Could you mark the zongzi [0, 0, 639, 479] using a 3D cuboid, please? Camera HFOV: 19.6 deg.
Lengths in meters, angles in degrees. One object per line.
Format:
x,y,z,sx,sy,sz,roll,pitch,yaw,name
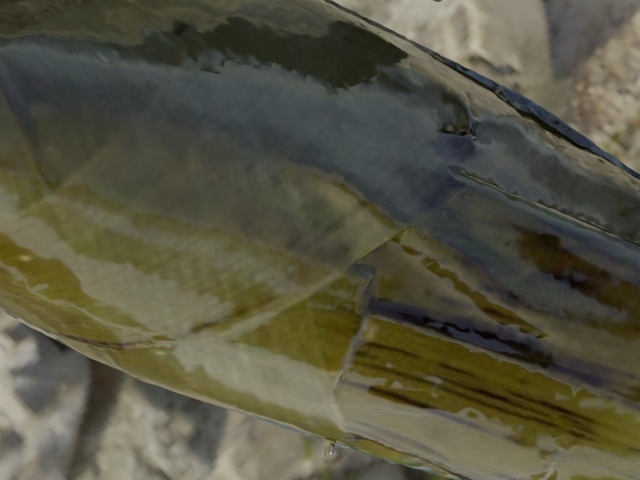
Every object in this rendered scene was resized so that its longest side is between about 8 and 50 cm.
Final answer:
0.000,0.000,0.635,0.360,0.323,0.160,-5,119,-80,zongzi
